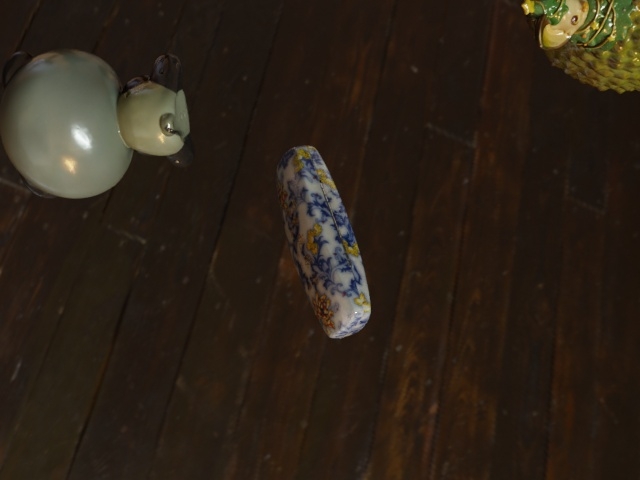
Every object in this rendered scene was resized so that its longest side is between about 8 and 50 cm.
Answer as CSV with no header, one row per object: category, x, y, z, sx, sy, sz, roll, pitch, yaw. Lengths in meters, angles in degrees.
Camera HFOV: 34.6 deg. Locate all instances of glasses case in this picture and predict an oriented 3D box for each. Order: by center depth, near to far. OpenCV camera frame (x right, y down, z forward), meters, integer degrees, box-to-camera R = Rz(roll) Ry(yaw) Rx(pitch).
glasses case,0.000,0.000,1.268,0.065,0.087,0.248,-6,63,-29

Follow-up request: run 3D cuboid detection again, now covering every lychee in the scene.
lychee,0.413,-0.332,1.396,0.269,0.320,0.270,1,79,-4

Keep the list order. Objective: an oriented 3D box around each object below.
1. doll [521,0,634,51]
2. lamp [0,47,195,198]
doll,0.235,-0.222,0.996,0.113,0.076,0.078,0,94,-13
lamp,-0.294,-0.155,1.336,0.243,0.198,0.198,-5,64,5
